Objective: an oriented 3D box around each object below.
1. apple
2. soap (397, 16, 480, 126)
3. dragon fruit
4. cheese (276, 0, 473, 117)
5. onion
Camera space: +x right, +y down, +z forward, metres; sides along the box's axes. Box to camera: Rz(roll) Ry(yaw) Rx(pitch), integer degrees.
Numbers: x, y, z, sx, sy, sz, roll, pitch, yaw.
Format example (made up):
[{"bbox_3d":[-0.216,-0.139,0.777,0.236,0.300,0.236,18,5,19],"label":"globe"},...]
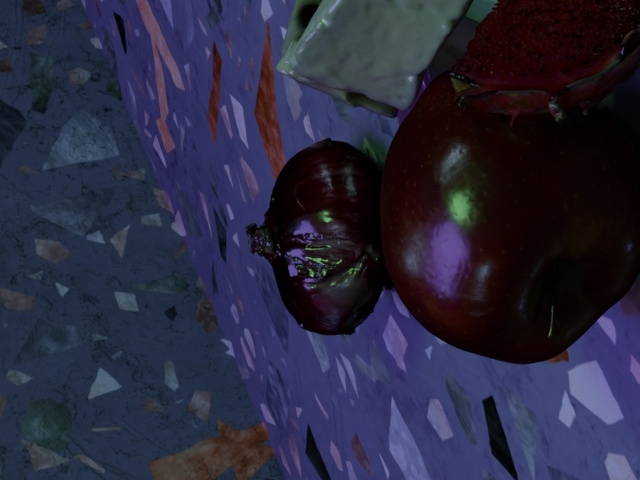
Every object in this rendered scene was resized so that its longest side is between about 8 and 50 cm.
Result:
[{"bbox_3d":[0.202,-0.032,1.494,0.317,0.288,0.288,-110,13,-49],"label":"apple"},{"bbox_3d":[0.173,-0.183,1.753,0.259,0.081,0.181,-137,33,-57],"label":"soap"},{"bbox_3d":[0.250,-0.180,1.359,0.161,0.274,0.126,20,151,32],"label":"dragon fruit"},{"bbox_3d":[0.071,-0.287,1.590,0.332,0.153,0.292,-91,25,-67],"label":"cheese"},{"bbox_3d":[0.000,0.000,2.193,0.314,0.232,0.314,175,90,-85],"label":"onion"}]
